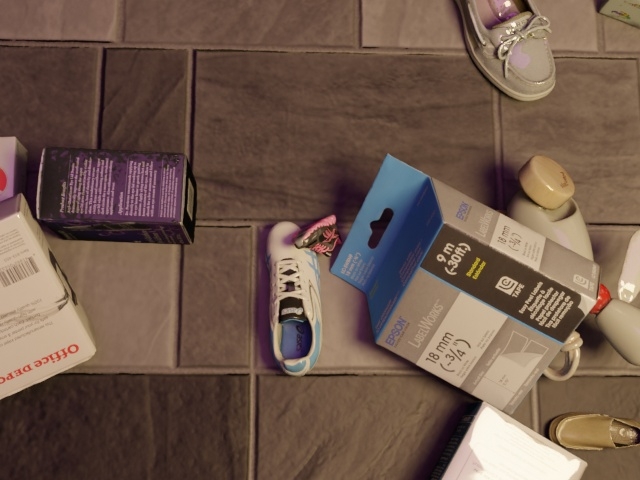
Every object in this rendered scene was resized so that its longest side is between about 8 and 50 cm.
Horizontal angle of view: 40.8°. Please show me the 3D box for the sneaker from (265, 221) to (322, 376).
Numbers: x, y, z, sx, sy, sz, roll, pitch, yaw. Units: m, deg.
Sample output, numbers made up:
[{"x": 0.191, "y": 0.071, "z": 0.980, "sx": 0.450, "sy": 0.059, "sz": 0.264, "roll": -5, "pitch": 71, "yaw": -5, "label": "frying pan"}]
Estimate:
[{"x": -0.039, "y": 0.083, "z": 1.285, "sx": 0.085, "sy": 0.086, "sz": 0.237, "roll": -6, "pitch": 77, "yaw": -2, "label": "sneaker"}]

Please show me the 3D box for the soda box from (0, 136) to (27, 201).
[{"x": -0.490, "y": -0.045, "z": 1.298, "sx": 0.073, "sy": 0.069, "sz": 0.216, "roll": -1, "pitch": 78, "yaw": -3, "label": "soda box"}]

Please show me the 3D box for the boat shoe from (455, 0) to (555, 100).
[{"x": 0.288, "y": -0.376, "z": 1.387, "sx": 0.118, "sy": 0.103, "sz": 0.321, "roll": -19, "pitch": 79, "yaw": -7, "label": "boat shoe"}]

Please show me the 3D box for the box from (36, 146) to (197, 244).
[{"x": -0.294, "y": -0.062, "z": 1.269, "sx": 0.207, "sy": 0.153, "sz": 0.108, "roll": 2, "pitch": 79, "yaw": -1, "label": "box"}]

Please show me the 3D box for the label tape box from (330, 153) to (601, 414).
[{"x": 0.183, "y": 0.066, "z": 1.216, "sx": 0.333, "sy": 0.241, "sz": 0.106, "roll": 28, "pitch": 35, "yaw": 4, "label": "label tape box"}]

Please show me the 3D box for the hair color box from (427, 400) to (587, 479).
[{"x": 0.211, "y": 0.420, "z": 1.214, "sx": 0.173, "sy": 0.105, "sz": 0.347, "roll": 31, "pitch": 78, "yaw": 4, "label": "hair color box"}]

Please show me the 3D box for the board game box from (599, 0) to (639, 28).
[{"x": 0.648, "y": -0.430, "z": 1.422, "sx": 0.303, "sy": 0.097, "sz": 0.224, "roll": 22, "pitch": 78, "yaw": 1, "label": "board game box"}]

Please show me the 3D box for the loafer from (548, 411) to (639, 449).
[{"x": 0.415, "y": 0.283, "z": 1.281, "sx": 0.148, "sy": 0.050, "sz": 0.056, "roll": -2, "pitch": 78, "yaw": -3, "label": "loafer"}]

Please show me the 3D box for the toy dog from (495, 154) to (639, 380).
[{"x": 0.390, "y": 0.027, "z": 1.284, "sx": 0.161, "sy": 0.220, "sz": 0.334, "roll": -19, "pitch": 84, "yaw": -43, "label": "toy dog"}]

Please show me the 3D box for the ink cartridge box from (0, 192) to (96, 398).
[{"x": -0.443, "y": 0.082, "z": 1.203, "sx": 0.172, "sy": 0.100, "sz": 0.237, "roll": -24, "pitch": 114, "yaw": -7, "label": "ink cartridge box"}]

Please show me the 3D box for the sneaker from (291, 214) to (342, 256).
[{"x": 0.000, "y": 0.000, "z": 1.298, "sx": 0.047, "sy": 0.119, "sz": 0.057, "roll": -20, "pitch": 94, "yaw": 30, "label": "sneaker"}]
